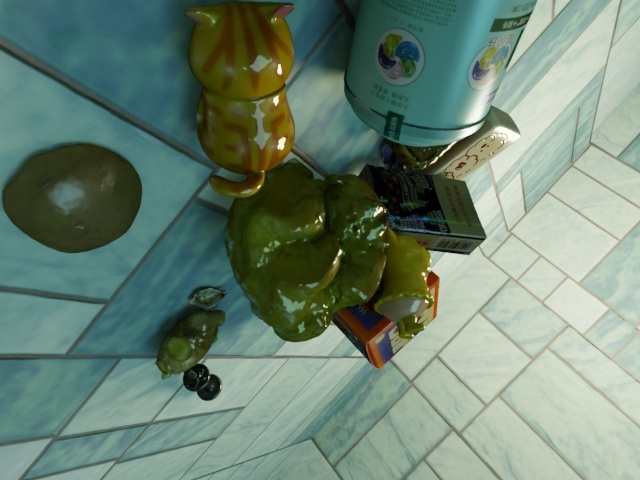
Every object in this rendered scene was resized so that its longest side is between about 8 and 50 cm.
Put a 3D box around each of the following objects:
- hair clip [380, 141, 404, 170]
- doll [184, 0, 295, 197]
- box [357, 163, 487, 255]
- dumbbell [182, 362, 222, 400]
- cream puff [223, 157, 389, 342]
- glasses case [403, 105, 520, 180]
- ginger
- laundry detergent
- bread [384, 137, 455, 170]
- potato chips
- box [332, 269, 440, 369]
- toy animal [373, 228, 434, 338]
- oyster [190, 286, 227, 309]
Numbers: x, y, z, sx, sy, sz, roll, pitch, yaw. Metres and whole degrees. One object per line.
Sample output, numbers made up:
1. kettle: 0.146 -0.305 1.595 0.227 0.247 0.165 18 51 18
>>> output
1. hair clip: 0.214 -0.252 1.201 0.124 0.052 0.196 -32 145 -34
2. doll: -0.117 -0.224 0.687 0.166 0.162 0.270 -17 133 -17
3. box: 0.253 -0.076 1.150 0.309 0.198 0.084 6 144 -20
4. dumbbell: -0.342 0.414 1.312 0.081 0.081 0.254 -37 151 -14
5. cream puff: 0.000 0.000 0.923 0.275 0.379 0.378 -17 165 29
6. glasses case: 0.362 -0.222 1.227 0.143 0.076 0.336 3 149 -40
7. ginger: -0.326 0.254 1.102 0.216 0.102 0.157 -50 175 3
8. laundry detergent: 0.194 -0.344 0.799 0.287 0.287 0.305 -27 147 -30
9. bread: 0.253 -0.290 1.077 0.222 0.181 0.096 -44 -171 2
10. potato chips: -0.362 -0.048 0.695 0.195 0.062 0.208 -27 145 -34
11. box: 0.118 0.130 1.262 0.256 0.349 0.319 -40 153 -8
12. toy animal: 0.178 0.099 1.005 0.155 0.230 0.156 -8 152 -4
13. oyster: -0.273 0.138 1.090 0.093 0.034 0.051 17 99 -47
